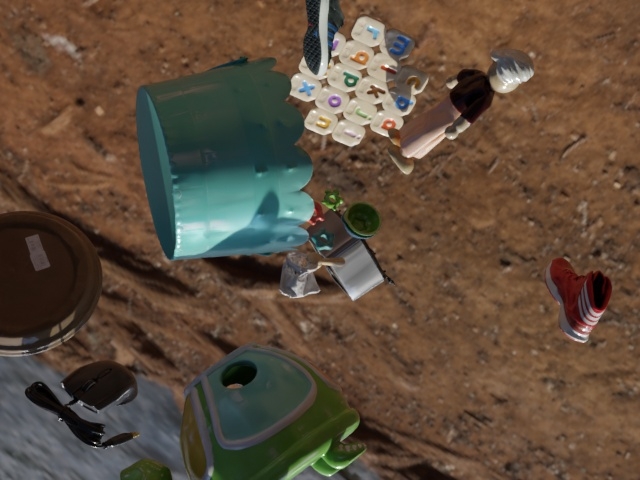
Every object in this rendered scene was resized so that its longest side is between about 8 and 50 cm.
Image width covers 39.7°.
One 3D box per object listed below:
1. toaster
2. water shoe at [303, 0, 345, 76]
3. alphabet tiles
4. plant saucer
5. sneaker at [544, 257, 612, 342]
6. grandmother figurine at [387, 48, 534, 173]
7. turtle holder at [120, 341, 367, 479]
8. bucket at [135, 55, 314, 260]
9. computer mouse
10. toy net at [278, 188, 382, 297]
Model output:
[{"bbox_3d":[0.065,0.038,2.127,0.168,0.110,0.185,57,174,-38],"label":"toaster"},{"bbox_3d":[0.016,-0.420,1.761,0.073,0.080,0.203,46,146,36],"label":"water shoe"},{"bbox_3d":[0.081,-0.345,1.931,0.278,0.021,0.284,20,118,-19],"label":"alphabet tiles"},{"bbox_3d":[-0.520,0.064,1.530,0.278,0.278,0.041,36,153,10],"label":"plant saucer"},{"bbox_3d":[0.521,0.086,1.749,0.087,0.221,0.128,17,128,-17],"label":"sneaker"},{"bbox_3d":[0.294,-0.285,1.851,0.342,0.207,0.104,-34,132,31],"label":"grandmother figurine"},{"bbox_3d":[-0.110,0.297,1.296,0.227,0.320,0.243,53,-177,11],"label":"turtle holder"},{"bbox_3d":[-0.139,-0.105,1.217,0.281,0.183,0.281,170,90,-72],"label":"bucket"},{"bbox_3d":[-0.372,0.277,1.560,0.184,0.262,0.060,34,102,19],"label":"computer mouse"},{"bbox_3d":[0.000,0.000,1.504,0.122,0.232,0.045,43,146,3],"label":"toy net"}]
